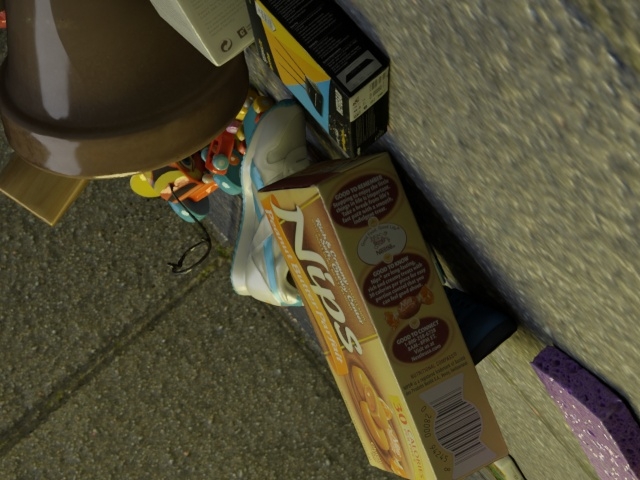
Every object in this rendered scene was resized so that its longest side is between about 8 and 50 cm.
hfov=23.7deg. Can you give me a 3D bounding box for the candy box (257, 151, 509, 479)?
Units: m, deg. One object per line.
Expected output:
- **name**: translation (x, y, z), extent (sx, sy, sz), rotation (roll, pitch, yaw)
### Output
- **candy box**: translation (0.058, 0.076, 1.499), extent (0.316, 0.087, 0.183), rotation (68, 161, -8)

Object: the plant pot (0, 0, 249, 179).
- **plant pot**: translation (-0.218, -0.227, 1.523), extent (0.263, 0.263, 0.229), rotation (43, 154, 43)

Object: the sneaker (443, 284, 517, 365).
- **sneaker**: translation (0.141, 0.086, 1.546), extent (0.082, 0.069, 0.209), rotation (53, 174, 2)

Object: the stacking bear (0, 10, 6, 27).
- **stacking bear**: translation (-0.299, -0.270, 2.117), extent (0.289, 0.175, 0.164), rotation (44, 173, -18)

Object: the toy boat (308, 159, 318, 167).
- **toy boat**: translation (-0.009, 0.015, 1.765), extent (0.231, 0.151, 0.151), rotation (51, 173, -9)

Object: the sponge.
- **sponge**: translation (0.275, 0.193, 1.421), extent (0.210, 0.031, 0.117), rotation (54, 172, -36)

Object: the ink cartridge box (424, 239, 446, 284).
- **ink cartridge box**: translation (0.069, 0.003, 1.623), extent (0.122, 0.052, 0.088), rotation (47, 172, 35)

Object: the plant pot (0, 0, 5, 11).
- **plant pot**: translation (-0.414, -0.422, 1.536), extent (0.323, 0.323, 0.280), rotation (47, 156, 20)

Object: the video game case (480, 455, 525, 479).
- **video game case**: translation (0.248, 0.323, 2.341), extent (0.227, 0.026, 0.206), rotation (45, 172, 43)

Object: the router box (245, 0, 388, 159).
- **router box**: translation (-0.002, -0.150, 1.265), extent (0.133, 0.046, 0.179), rotation (49, 173, 11)

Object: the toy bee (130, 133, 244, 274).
- **toy bee**: translation (-0.165, -0.107, 1.938), extent (0.162, 0.195, 0.298), rotation (50, -174, -17)

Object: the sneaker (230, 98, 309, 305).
- **sneaker**: translation (-0.033, -0.040, 1.644), extent (0.092, 0.087, 0.229), rotation (16, 113, 26)

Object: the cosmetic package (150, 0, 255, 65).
- **cosmetic package**: translation (-0.131, -0.269, 1.297), extent (0.117, 0.085, 0.231), rotation (43, 169, 41)

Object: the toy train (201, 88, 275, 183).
- **toy train**: translation (-0.087, -0.116, 1.794), extent (0.046, 0.125, 0.166), rotation (12, -175, -25)

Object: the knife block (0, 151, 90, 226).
- **knife block**: translation (-0.264, -0.178, 1.845), extent (0.088, 0.276, 0.242), rotation (34, 129, -3)
